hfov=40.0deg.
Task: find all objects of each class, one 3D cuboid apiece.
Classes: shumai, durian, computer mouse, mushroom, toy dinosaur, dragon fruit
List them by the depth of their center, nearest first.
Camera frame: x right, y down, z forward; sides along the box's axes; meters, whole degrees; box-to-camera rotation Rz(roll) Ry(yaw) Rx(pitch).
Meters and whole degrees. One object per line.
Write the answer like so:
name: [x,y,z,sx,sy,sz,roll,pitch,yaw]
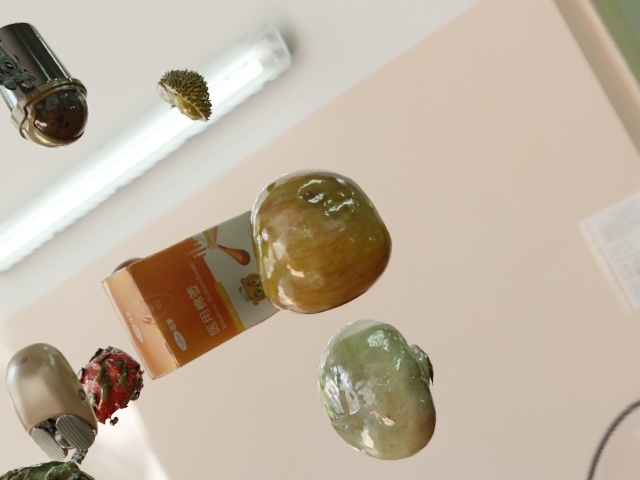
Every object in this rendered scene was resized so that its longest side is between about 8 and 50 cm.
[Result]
shumai: [-0.490,0.476,1.581,0.218,0.189,0.256,-37,-2,32]
computer mouse: [-0.536,0.318,1.740,0.145,0.236,0.082,-24,1,19]
durian: [-0.306,-0.333,2.020,0.102,0.146,0.208,-54,18,-11]
mushroom: [0.140,0.359,2.112,0.260,0.352,0.352,-15,-12,-29]
toy dinosaur: [-0.581,0.513,2.132,0.047,0.031,0.083,-59,10,-3]
dragon fruit: [-0.521,0.357,2.155,0.172,0.160,0.166,-59,8,-21]

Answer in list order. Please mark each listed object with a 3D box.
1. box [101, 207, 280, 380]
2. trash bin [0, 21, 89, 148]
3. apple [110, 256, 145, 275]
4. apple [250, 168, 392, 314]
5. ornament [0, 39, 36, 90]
box: [-0.235,0.103,1.772,0.341,0.225,0.143,-27,-1,-37]
trash bin: [-0.738,-0.394,2.317,0.214,0.333,0.214,-31,-14,-8]
apple: [-0.416,0.111,2.047,0.120,0.153,0.153,-37,1,-39]
apple: [0.000,0.000,1.563,0.264,0.264,0.264,-26,-7,-3]
ornament: [-0.824,-0.419,2.081,0.251,0.260,0.106,-8,-41,-44]
